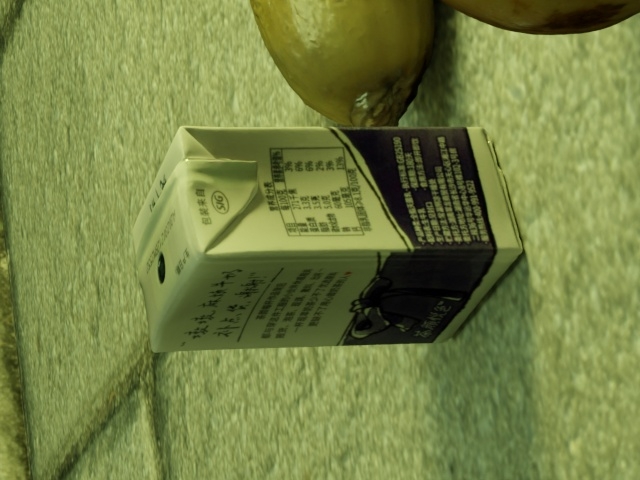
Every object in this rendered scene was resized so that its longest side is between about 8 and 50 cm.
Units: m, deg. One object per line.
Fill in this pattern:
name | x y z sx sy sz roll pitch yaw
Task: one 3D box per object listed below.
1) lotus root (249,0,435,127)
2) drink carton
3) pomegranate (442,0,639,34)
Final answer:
lotus root | 0.005 -0.215 1.270 0.146 0.131 0.303 144 122 -62
drink carton | -0.001 0.001 1.174 0.134 0.222 0.102 125 138 -56
pomegranate | 0.108 -0.210 0.913 0.215 0.215 0.215 179 90 -68
